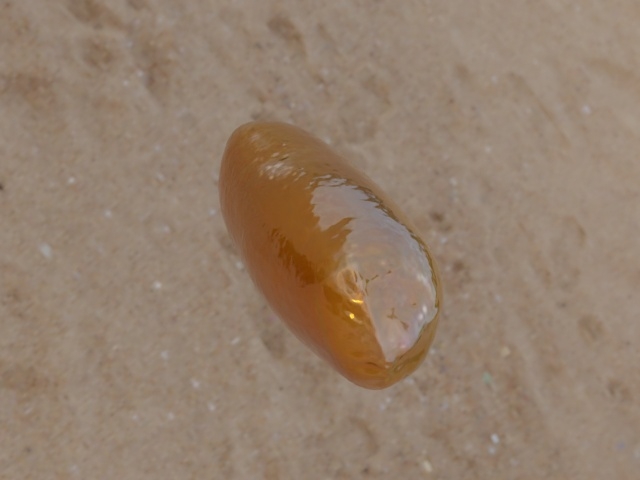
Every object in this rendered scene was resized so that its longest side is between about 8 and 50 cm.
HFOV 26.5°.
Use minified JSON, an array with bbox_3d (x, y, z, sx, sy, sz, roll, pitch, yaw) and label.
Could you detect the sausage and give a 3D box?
[{"bbox_3d":[0.000,0.000,0.752,0.098,0.098,0.238,33,10,-28],"label":"sausage"}]
